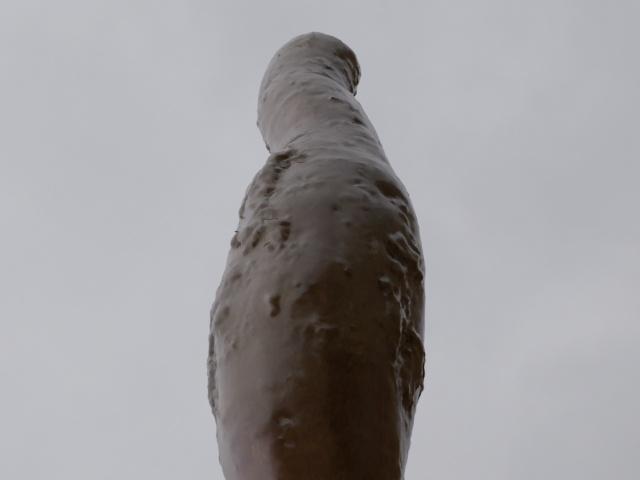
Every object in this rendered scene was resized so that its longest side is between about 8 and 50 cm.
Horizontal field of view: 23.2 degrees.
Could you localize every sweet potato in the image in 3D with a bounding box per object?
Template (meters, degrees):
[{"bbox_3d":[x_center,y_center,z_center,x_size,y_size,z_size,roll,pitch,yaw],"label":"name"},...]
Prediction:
[{"bbox_3d":[0.000,0.000,0.768,0.385,0.109,0.109,-90,-14,-47],"label":"sweet potato"}]
